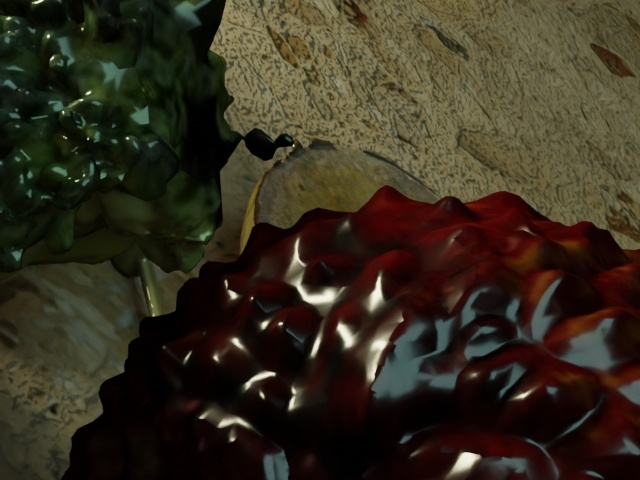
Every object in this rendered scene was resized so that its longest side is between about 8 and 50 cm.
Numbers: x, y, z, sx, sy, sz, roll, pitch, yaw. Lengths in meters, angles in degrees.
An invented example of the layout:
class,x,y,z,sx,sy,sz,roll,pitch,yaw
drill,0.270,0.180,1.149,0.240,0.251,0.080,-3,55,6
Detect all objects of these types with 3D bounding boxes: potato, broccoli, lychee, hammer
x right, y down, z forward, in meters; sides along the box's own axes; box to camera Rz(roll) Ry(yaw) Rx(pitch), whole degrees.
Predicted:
class,x,y,z,sx,sy,sz,roll,pitch,yaw
potato,0.000,0.000,1.361,0.243,0.098,0.138,1,50,-44
broccoli,-0.173,-0.052,0.981,0.293,0.348,0.281,24,2,27
lychee,0.052,0.183,0.889,0.424,0.424,0.500,57,19,16
hammer,-0.097,0.069,1.202,0.028,0.060,0.195,16,47,-43
